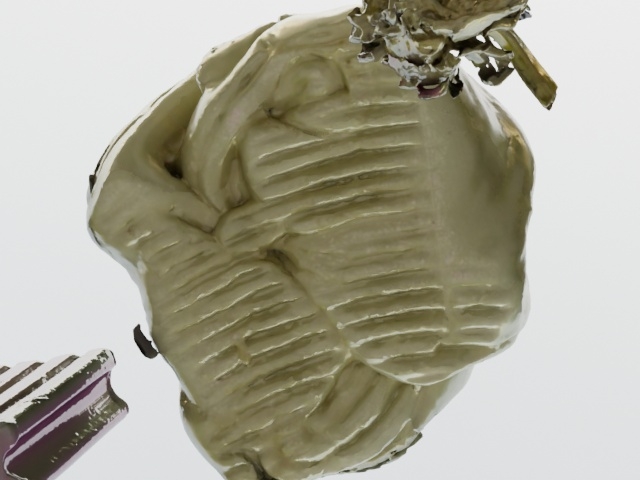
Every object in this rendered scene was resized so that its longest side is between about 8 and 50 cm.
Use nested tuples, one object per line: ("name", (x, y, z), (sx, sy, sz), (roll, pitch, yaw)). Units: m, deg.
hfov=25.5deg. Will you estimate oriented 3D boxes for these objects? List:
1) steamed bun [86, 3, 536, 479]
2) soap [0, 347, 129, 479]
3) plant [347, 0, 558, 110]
("steamed bun", (0.000, 0.000, 1.125), (0.346, 0.237, 0.394), (20, -76, 7))
("soap", (-0.234, 0.142, 1.041), (0.122, 0.203, 0.065), (-11, -81, 16))
("plant", (0.080, -0.121, 0.734), (0.122, 0.104, 0.116), (28, -134, -27))
